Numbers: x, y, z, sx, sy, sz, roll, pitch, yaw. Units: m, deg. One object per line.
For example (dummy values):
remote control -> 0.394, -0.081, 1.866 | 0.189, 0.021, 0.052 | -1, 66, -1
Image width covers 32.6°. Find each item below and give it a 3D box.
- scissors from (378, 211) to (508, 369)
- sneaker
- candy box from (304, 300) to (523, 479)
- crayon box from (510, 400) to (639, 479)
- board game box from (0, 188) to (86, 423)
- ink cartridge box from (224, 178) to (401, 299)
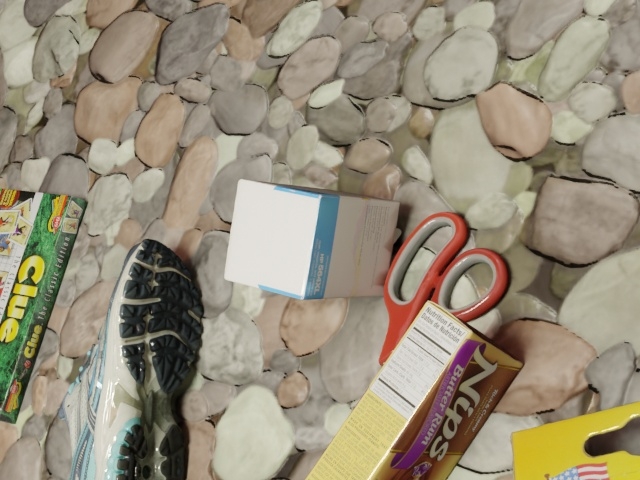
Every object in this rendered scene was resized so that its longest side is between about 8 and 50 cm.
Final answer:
scissors -> 0.058, 0.113, 0.955 | 0.109, 0.021, 0.297 | 34, 92, 36
sneaker -> -0.200, 0.134, 1.060 | 0.122, 0.110, 0.283 | -9, 66, 34
candy box -> 0.073, 0.149, 0.870 | 0.053, 0.109, 0.187 | 37, 92, 38
crayon box -> 0.242, 0.260, 0.710 | 0.202, 0.081, 0.319 | -19, 52, 27
board game box -> -0.357, 0.068, 1.241 | 0.136, 0.030, 0.260 | 6, 75, 33
ink cartridge box -> 0.000, 0.000, 0.969 | 0.092, 0.143, 0.090 | 13, 96, 36
